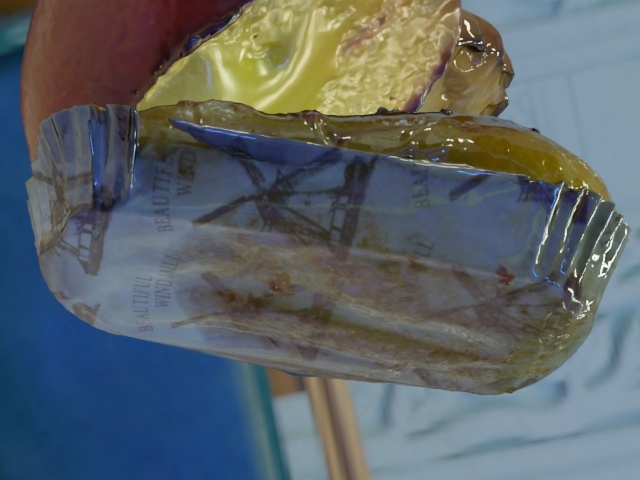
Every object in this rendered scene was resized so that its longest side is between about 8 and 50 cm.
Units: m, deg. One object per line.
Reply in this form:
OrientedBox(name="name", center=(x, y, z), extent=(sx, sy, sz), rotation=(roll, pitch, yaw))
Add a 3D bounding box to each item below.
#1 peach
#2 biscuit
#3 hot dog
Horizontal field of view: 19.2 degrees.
OrientedBox(name="peach", center=(-0.061, -0.124, 1.225), extent=(0.281, 0.281, 0.338), rotation=(60, 46, -65))
OrientedBox(name="biscuit", center=(0.018, -0.116, 1.716), extent=(0.326, 0.325, 0.107), rotation=(56, 9, -69))
OrientedBox(name="hot dog", center=(0.000, 0.000, 0.850), extent=(0.163, 0.270, 0.082), rotation=(104, -7, -47))
